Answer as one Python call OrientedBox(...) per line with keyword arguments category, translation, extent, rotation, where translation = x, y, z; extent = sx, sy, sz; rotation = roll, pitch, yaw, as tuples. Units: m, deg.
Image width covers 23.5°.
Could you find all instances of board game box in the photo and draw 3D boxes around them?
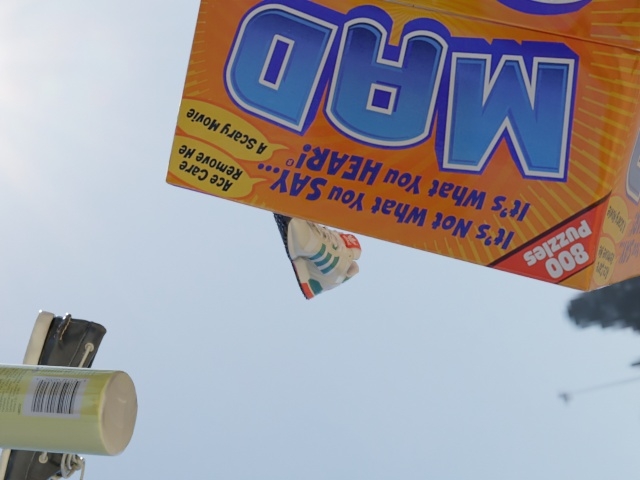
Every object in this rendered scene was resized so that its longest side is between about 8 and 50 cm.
OrientedBox(category="board game box", translation=(0.134, -0.180, 1.305), extent=(0.356, 0.357, 0.356), rotation=(-5, -71, -68))

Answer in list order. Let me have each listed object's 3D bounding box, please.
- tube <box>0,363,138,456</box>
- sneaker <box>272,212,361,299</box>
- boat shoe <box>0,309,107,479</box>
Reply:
OrientedBox(category="tube", translation=(-0.252, 0.117, 1.113), extent=(0.070, 0.240, 0.062), rotation=(25, -112, -72))
OrientedBox(category="sneaker", translation=(0.000, 0.000, 1.601), extent=(0.161, 0.075, 0.057), rotation=(72, 178, -56))
OrientedBox(category="boat shoe", translation=(-0.273, 0.198, 1.554), extent=(0.095, 0.079, 0.254), rotation=(-122, 45, -89))
